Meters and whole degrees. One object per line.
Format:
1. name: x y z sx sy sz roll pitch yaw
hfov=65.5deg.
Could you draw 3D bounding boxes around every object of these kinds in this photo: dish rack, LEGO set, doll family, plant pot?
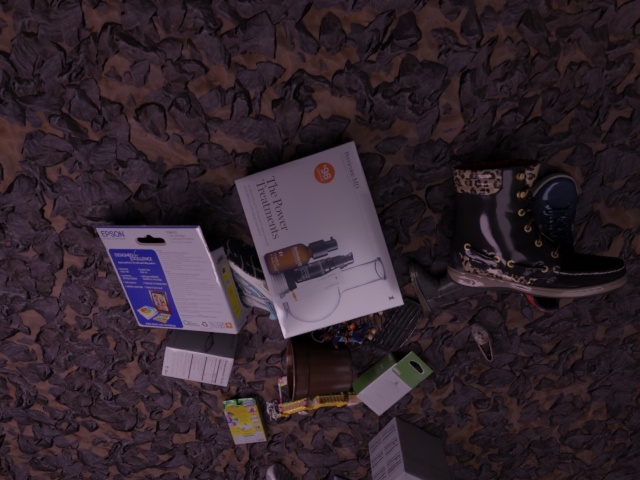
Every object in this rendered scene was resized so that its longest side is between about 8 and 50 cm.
1. dish rack: 0.133 0.211 1.339 0.271 0.074 0.208 23 115 -13
2. LEGO set: -0.023 0.443 1.463 0.286 0.107 0.132 -12 152 -1
3. doll family: 0.078 0.207 1.250 0.111 0.076 0.193 3 115 -27
4. plant pot: -0.004 0.353 1.369 0.165 0.167 0.167 0 118 -12

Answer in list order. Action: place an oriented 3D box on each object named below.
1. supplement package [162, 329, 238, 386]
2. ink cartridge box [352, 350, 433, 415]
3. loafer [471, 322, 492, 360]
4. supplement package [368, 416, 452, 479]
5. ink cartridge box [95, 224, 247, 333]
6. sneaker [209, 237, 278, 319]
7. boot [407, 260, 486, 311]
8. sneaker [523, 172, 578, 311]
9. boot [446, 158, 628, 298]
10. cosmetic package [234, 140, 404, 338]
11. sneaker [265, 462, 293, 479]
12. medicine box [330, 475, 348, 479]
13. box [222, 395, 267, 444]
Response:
1. supplement package: -0.326 0.312 1.360 0.179 0.105 0.105 12 117 -8
2. ink cartridge box: 0.206 0.397 1.437 0.209 0.062 0.109 -42 111 8
3. loafer: 0.462 0.287 1.405 0.045 0.039 0.125 -23 116 11
4. supplement package: 0.272 0.694 1.522 0.194 0.203 0.149 30 113 -15
5. ink cartridge box: -0.359 0.084 1.214 0.303 0.072 0.308 1 119 22
6. sneaker: -0.179 0.110 1.259 0.283 0.110 0.122 40 113 -20
7. boot: 0.342 0.091 1.281 0.208 0.076 0.190 -20 131 16
8. sneaker: 0.569 0.017 1.206 0.131 0.148 0.351 -4 117 1
9. boot: 0.463 -0.032 1.097 0.377 0.138 0.285 3 108 31
10. cosmetic package: 0.000 0.000 1.134 0.284 0.097 0.378 -18 92 5
11. sneaker: -0.142 0.860 1.653 0.115 0.105 0.282 -11 115 11
12. medicine box: 0.049 0.983 1.617 0.149 0.289 0.264 27 114 -15
13. box: -0.230 0.542 1.519 0.105 0.043 0.179 -7 120 3
